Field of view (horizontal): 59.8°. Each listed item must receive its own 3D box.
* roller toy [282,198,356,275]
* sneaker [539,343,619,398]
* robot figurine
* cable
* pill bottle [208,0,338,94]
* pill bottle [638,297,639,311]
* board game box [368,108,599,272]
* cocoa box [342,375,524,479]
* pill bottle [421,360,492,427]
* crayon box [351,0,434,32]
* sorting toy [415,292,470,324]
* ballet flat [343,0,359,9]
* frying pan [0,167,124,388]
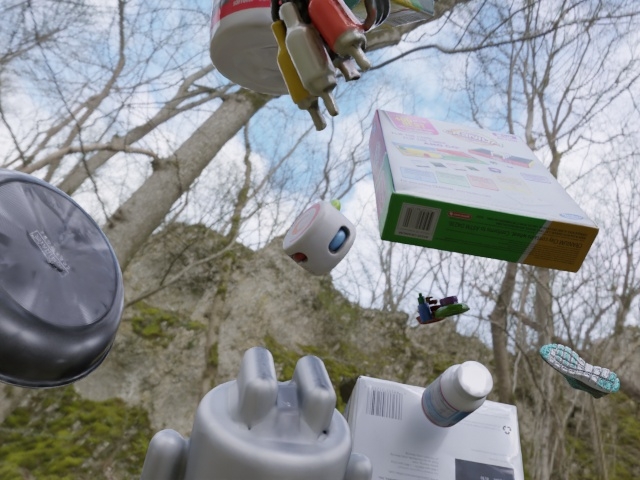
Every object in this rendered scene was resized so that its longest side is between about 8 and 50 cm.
[{"bbox_3d":[0.000,0.000,1.576,0.146,0.191,0.209,41,-67,-17],"label":"roller toy"},{"bbox_3d":[0.548,0.289,1.203,0.166,0.065,0.076,31,-36,19],"label":"sneaker"},{"bbox_3d":[-0.079,0.321,0.712,0.300,0.200,0.353,14,-80,-9],"label":"robot figurine"},{"bbox_3d":[-0.040,-0.251,0.521,0.287,0.072,0.139,54,-38,5],"label":"cable"},{"bbox_3d":[-0.055,-0.383,0.771,0.176,0.318,0.176,2,-13,0],"label":"pill bottle"},{"bbox_3d":[0.451,-0.064,0.492,0.204,0.204,0.361,21,-88,13],"label":"pill bottle"},{"bbox_3d":[0.195,-0.084,0.763,0.242,0.316,0.064,10,-60,-3],"label":"board game box"},{"bbox_3d":[0.216,0.465,1.176,0.347,0.231,0.228,11,-38,-1],"label":"cocoa box"},{"bbox_3d":[0.253,0.284,1.035,0.087,0.087,0.160,29,-36,5],"label":"pill bottle"},{"bbox_3d":[0.105,-0.572,1.304,0.202,0.319,0.081,2,-81,37],"label":"crayon box"},{"bbox_3d":[0.169,0.094,0.810,0.102,0.061,0.042,139,-58,-60],"label":"sorting toy"},{"bbox_3d":[0.025,-0.491,1.152,0.074,0.074,0.203,42,-22,-8],"label":"ballet flat"},{"bbox_3d":[-0.253,0.019,0.387,0.053,0.326,0.197,-29,-101,16],"label":"frying pan"}]
